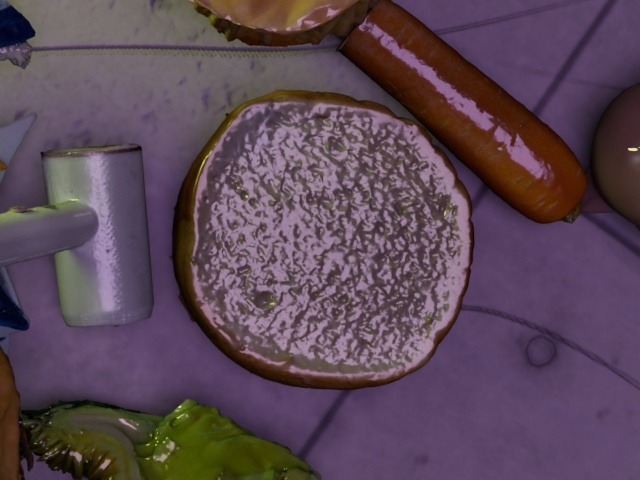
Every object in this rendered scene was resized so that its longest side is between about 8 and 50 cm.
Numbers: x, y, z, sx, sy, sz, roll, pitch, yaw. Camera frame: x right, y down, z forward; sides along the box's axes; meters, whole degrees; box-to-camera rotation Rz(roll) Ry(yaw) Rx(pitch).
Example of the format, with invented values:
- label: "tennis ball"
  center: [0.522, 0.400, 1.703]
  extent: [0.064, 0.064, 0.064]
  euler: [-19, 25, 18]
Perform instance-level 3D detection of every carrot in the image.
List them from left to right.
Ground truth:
- label: "carrot"
  center: [0.114, -0.093, 1.282]
  extent: [0.225, 0.067, 0.067]
  euler: [39, 86, -8]

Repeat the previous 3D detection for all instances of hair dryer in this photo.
- label: "hair dryer"
  center: [-0.190, 0.006, 1.159]
  extent: [0.073, 0.236, 0.131]
  euler: [-3, 95, 22]

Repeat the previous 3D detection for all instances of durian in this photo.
- label: "durian"
  center: [-0.085, 0.191, 1.246]
  extent: [0.375, 0.106, 0.132]
  euler: [25, 83, -15]

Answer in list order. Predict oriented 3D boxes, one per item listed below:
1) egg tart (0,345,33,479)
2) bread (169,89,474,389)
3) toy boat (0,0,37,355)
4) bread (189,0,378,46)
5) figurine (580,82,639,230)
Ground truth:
- label: "egg tart"
  center: [-0.413, 0.155, 1.131]
  extent: [0.443, 0.178, 0.443]
  euler: [1, 85, -10]
- label: "bread"
  center: [0.000, 0.000, 1.266]
  extent: [0.236, 0.070, 0.236]
  euler: [-1, 93, -11]
- label: "toy boat"
  center: [-0.282, -0.040, 1.212]
  extent: [0.220, 0.067, 0.291]
  euler: [-23, 118, -18]
- label: "bread"
  center: [-0.060, -0.267, 1.196]
  extent: [0.204, 0.156, 0.288]
  euler: [-35, 92, -11]
- label: "figurine"
  center: [0.265, -0.062, 1.289]
  extent: [0.125, 0.125, 0.138]
  euler: [19, 100, -11]
